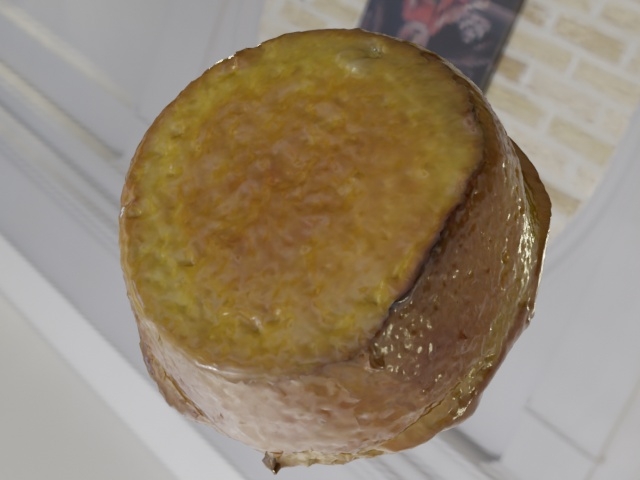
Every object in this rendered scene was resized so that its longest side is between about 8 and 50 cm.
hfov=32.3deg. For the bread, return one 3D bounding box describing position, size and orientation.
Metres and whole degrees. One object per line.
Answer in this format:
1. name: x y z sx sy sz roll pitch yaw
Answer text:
1. bread: 0.001 -0.005 0.762 0.312 0.312 0.172 34 166 31
